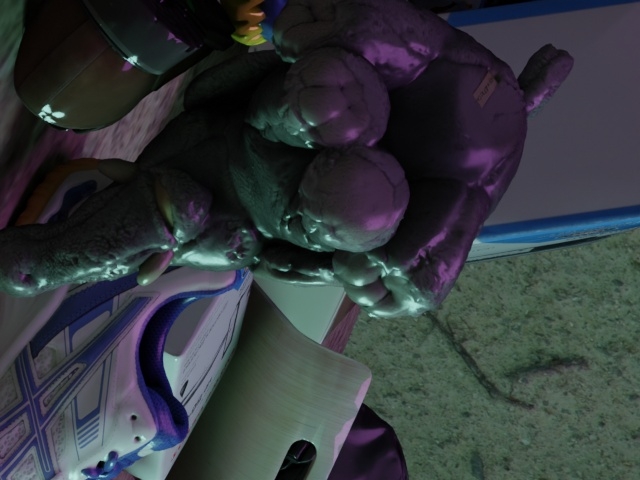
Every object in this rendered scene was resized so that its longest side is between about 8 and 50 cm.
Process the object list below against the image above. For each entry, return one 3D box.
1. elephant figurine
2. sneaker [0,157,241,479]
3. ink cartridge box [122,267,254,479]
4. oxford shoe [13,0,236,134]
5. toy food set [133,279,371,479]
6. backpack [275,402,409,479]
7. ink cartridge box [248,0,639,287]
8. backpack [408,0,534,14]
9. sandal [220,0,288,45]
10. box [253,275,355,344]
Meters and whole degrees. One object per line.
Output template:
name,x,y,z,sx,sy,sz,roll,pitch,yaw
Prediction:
elephant figurine,-0.027,-0.036,0.828,0.239,0.186,0.169,-17,-128,47
sneaker,-0.148,0.107,0.902,0.296,0.131,0.112,-64,176,5
ink cartridge box,-0.116,0.067,1.208,0.203,0.086,0.148,104,12,-55
oxford shoe,-0.102,-0.102,0.791,0.096,0.083,0.227,-40,-177,13
toy food set,-0.066,0.143,1.386,0.219,0.092,0.306,-66,-155,10
backpack,-0.043,0.337,1.867,0.355,0.273,0.290,-4,-128,59
ink cartridge box,0.100,-0.065,1.280,0.395,0.285,0.166,89,-7,-87
backpack,0.126,-0.296,1.246,0.276,0.213,0.263,24,85,-76
sandal,0.009,-0.200,0.844,0.317,0.138,0.126,107,-22,-69
box,0.000,0.000,1.744,0.148,0.121,0.311,-66,174,14
